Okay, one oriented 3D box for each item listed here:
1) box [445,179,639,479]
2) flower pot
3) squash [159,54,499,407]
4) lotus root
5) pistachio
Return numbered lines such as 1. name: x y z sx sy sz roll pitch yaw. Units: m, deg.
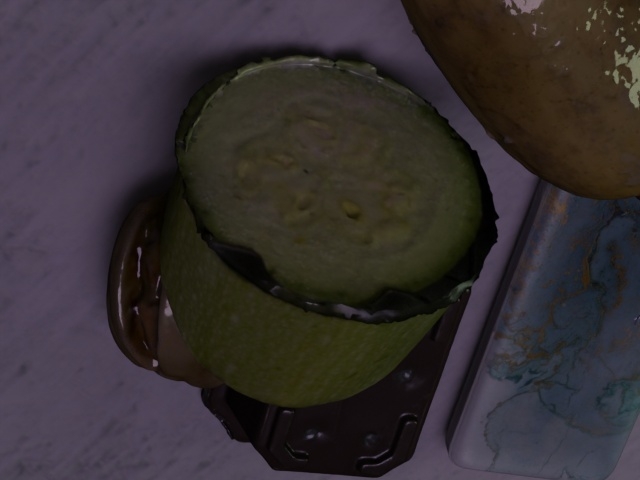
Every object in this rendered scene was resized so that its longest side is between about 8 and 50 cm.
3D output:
1. box: 0.198 0.064 1.497 0.142 0.044 0.285 9 121 -14
2. flower pot: 0.023 0.075 1.438 0.179 0.084 0.251 7 123 -17
3. squash: 0.000 -0.014 1.312 0.220 0.220 0.133 3 151 -15
4. lotus root: 0.166 -0.132 1.276 0.151 0.169 0.342 -4 138 43
5. pistachio: -0.095 0.034 1.374 0.113 0.113 0.149 1 117 -14
